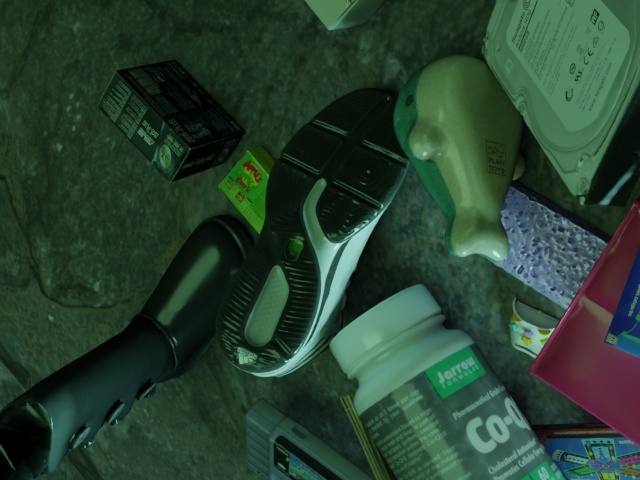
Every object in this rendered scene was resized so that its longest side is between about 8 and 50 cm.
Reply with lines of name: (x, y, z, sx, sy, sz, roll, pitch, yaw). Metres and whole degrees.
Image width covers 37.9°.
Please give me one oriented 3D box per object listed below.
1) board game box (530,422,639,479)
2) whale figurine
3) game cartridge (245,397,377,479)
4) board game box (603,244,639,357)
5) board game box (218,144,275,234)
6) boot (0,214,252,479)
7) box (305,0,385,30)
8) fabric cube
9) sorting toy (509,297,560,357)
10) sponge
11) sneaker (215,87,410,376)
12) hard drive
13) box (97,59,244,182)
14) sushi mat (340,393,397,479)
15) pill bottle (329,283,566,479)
board game box: (0.400, 0.320, 1.270, 0.281, 0.027, 0.145, -22, 87, 58)
whale figurine: (0.176, -0.103, 1.225, 0.141, 0.216, 0.272, -17, 74, 47)
game cartridge: (0.021, 0.421, 1.541, 0.355, 0.068, 0.230, 33, 153, 19)
board game box: (0.412, 0.070, 0.930, 0.210, 0.047, 0.160, 23, 116, 24)
board game box: (-0.073, -0.054, 1.503, 0.181, 0.043, 0.092, 50, 124, 8)
boot: (-0.314, 0.171, 1.484, 0.146, 0.445, 0.367, 37, 122, 16)
box: (-0.018, -0.429, 1.299, 0.275, 0.113, 0.094, 51, 124, 5)
fabric cube: (0.445, 0.094, 1.099, 0.258, 0.254, 0.259, 33, 121, 17)
sorting toy: (0.303, 0.135, 1.341, 0.083, 0.045, 0.075, 25, 137, 23)
sponge: (0.291, -0.004, 1.299, 0.210, 0.031, 0.117, 34, 121, 19)
sneaker: (-0.001, 0.000, 1.383, 0.169, 0.257, 0.448, 27, 79, 11)
hard drive: (0.291, -0.230, 1.051, 0.339, 0.064, 0.237, -105, 24, -47)
box: (-0.237, -0.194, 1.494, 0.180, 0.147, 0.077, 45, 124, 10)
sushi mat: (0.131, 0.377, 1.382, 0.019, 0.151, 0.317, -37, 53, 15)
pill bottle: (0.176, 0.258, 1.344, 0.204, 0.204, 0.361, -42, 74, 35)
